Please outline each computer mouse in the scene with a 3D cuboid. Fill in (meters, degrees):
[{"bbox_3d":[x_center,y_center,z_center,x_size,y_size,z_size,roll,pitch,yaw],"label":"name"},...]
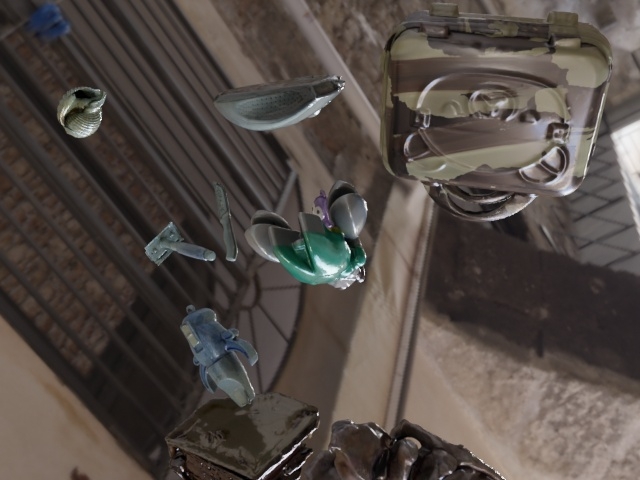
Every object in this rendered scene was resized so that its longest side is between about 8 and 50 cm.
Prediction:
[{"bbox_3d":[-0.099,-0.351,2.115,0.370,0.122,0.188,-5,-161,26],"label":"computer mouse"}]

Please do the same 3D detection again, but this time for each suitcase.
[{"bbox_3d":[0.267,-0.197,1.327,0.351,0.339,0.194,7,-146,9],"label":"suitcase"}]

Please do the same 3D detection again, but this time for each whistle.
[{"bbox_3d":[-0.237,0.264,1.912,0.180,0.269,0.093,-37,173,35],"label":"whistle"}]

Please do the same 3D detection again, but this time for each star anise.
[{"bbox_3d":[0.125,0.360,1.209,0.315,0.359,0.139,-18,-143,31],"label":"star anise"}]

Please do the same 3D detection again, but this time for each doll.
[{"bbox_3d":[-0.020,0.007,1.344,0.194,0.153,0.258,-16,154,-11],"label":"doll"},{"bbox_3d":[0.018,-0.024,1.906,0.067,0.206,0.110,-22,-151,-21],"label":"doll"}]

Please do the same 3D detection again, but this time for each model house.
[{"bbox_3d":[-0.191,0.530,2.074,0.297,0.283,0.317,33,-125,24],"label":"model house"}]

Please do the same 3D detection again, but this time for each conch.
[{"bbox_3d":[-0.664,-0.359,2.260,0.102,0.135,0.153,31,-78,36],"label":"conch"}]

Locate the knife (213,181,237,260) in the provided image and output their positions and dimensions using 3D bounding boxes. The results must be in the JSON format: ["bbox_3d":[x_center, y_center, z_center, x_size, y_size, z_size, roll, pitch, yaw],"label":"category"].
[{"bbox_3d":[-0.204,-0.045,1.765,0.028,0.015,0.210,-21,-122,11],"label":"knife"}]

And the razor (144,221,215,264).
[{"bbox_3d":[-0.208,0.014,1.277,0.135,0.040,0.068,14,-126,44],"label":"razor"}]
